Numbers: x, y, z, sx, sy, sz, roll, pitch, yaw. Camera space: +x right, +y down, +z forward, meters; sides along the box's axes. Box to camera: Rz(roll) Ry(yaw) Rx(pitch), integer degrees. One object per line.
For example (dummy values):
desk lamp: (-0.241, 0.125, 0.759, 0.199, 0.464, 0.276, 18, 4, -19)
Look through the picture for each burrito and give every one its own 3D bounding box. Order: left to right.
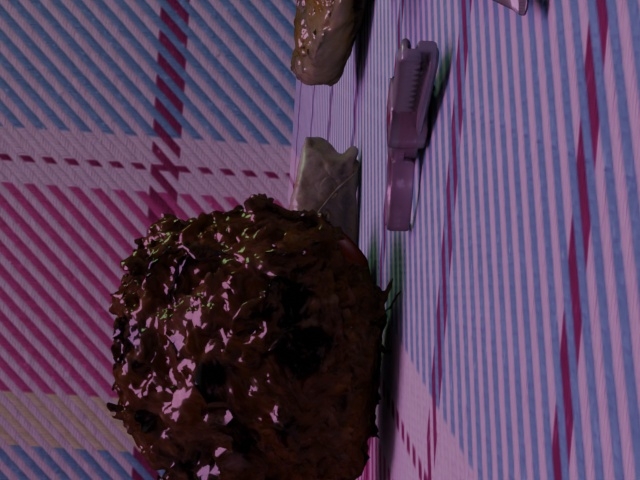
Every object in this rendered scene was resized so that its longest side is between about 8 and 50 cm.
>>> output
burrito: (0.000, 0.000, 2.012, 0.060, 0.087, 0.226, 134, 144, -71)

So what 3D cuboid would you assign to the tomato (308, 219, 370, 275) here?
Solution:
tomato: (-0.004, 0.099, 1.815, 0.228, 0.101, 0.228, -166, 90, -88)

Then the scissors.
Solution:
scissors: (0.063, -0.090, 1.432, 0.242, 0.030, 0.118, 98, 174, -73)

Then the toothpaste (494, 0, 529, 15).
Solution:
toothpaste: (0.078, -0.180, 1.099, 0.323, 0.066, 0.100, -134, 44, -78)

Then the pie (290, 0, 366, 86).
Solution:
pie: (0.014, -0.329, 2.121, 0.339, 0.077, 0.339, -177, 90, -86)

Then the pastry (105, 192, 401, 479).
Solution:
pastry: (-0.050, 0.092, 1.618, 0.193, 0.275, 0.275, -21, -59, -53)
